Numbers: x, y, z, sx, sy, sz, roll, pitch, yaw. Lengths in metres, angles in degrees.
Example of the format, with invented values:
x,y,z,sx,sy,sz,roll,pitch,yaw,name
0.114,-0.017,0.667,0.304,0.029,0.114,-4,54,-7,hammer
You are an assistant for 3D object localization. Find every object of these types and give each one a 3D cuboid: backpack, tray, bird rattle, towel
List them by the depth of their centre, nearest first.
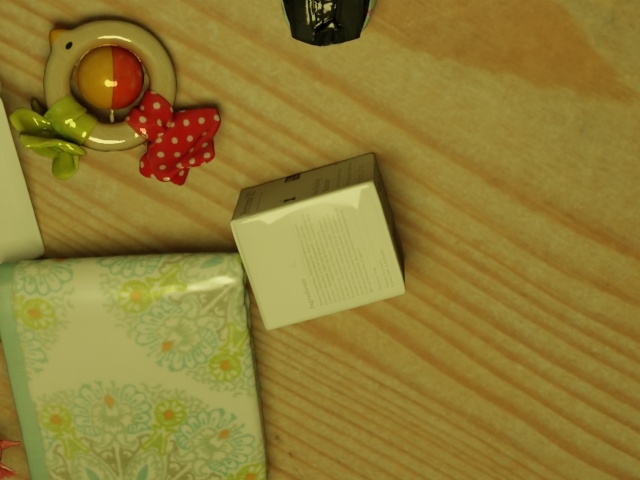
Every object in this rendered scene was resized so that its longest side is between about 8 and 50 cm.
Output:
x,y,z,sx,sy,sz,roll,pitch,yaw,name
0.014,-0.324,1.722,0.152,0.115,0.182,3,109,14,backpack
-0.251,-0.170,1.782,0.254,0.143,0.206,-2,91,0,bird rattle
-0.440,-0.059,1.800,0.145,0.030,0.270,-22,136,-16,tray
-0.239,0.187,1.879,0.321,0.090,0.374,-4,117,2,towel

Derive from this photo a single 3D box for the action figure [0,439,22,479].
x,y,z,sx,sy,sz,roll,pitch,yaw,name
-0.573,0.289,1.870,0.370,0.248,0.275,9,107,4,action figure

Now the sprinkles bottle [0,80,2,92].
x,y,z,sx,sy,sz,roll,pitch,yaw,name
-0.542,-0.087,1.820,0.121,0.121,0.355,35,106,-8,sprinkles bottle

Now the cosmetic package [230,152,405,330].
x,y,z,sx,sy,sz,roll,pitch,yaw,name
0.000,0.000,1.802,0.184,0.151,0.151,-15,105,6,cosmetic package
